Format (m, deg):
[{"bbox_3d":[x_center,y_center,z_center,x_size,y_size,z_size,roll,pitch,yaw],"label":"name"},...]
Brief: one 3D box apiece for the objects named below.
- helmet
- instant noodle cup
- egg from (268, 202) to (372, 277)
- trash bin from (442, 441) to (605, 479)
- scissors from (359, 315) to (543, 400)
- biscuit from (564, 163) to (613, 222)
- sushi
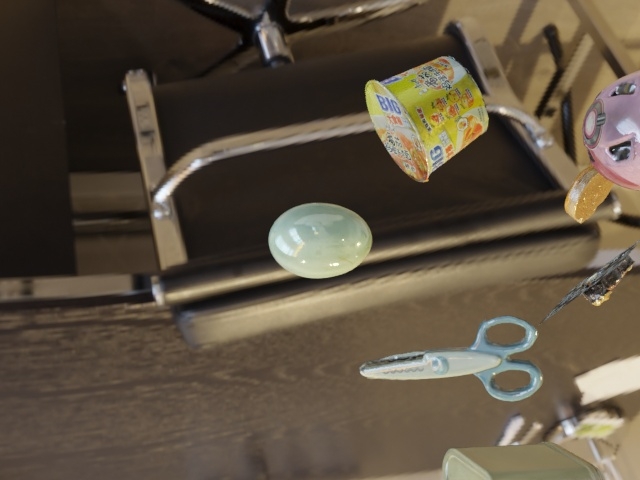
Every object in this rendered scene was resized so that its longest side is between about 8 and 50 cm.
[{"bbox_3d":[0.502,-0.180,1.447,0.154,0.199,0.253,6,176,-34],"label":"helmet"},{"bbox_3d":[0.193,-0.227,1.625,0.153,0.205,0.205,-30,145,-13],"label":"instant noodle cup"},{"bbox_3d":[0.000,0.000,2.016,0.230,0.168,0.168,0,141,-3],"label":"egg"},{"bbox_3d":[0.399,0.480,1.803,0.247,0.243,0.121,4,94,-18],"label":"trash bin"},{"bbox_3d":[0.202,0.194,1.438,0.289,0.041,0.138,-7,102,16],"label":"scissors"},{"bbox_3d":[0.633,-0.121,2.150,0.170,0.050,0.170,-32,144,-27],"label":"biscuit"},{"bbox_3d":[0.388,0.067,1.267,0.139,0.031,0.201,-43,170,31],"label":"sushi"}]
